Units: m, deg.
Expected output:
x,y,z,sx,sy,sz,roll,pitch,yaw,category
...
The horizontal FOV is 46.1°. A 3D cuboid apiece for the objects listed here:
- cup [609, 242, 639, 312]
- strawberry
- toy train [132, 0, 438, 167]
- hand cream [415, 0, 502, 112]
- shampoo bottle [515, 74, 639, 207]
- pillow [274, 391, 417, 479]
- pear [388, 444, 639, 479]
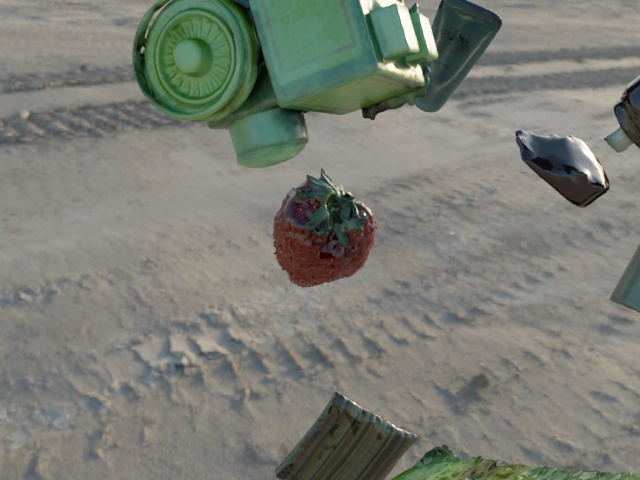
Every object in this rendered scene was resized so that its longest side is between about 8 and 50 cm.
x,y,z,sx,sy,sz,roll,pitch,yaw,category
0.212,0.011,0.420,0.074,0.083,0.054,22,6,-27,cup
0.004,-0.006,0.951,0.131,0.148,0.131,3,64,-5,strawberry
-0.038,-0.194,0.534,0.188,0.272,0.159,-15,1,23,toy train
0.176,-0.247,1.041,0.083,0.224,0.048,25,65,2,hand cream
0.180,-0.090,0.271,0.068,0.236,0.067,40,37,-11,shampoo bottle
0.051,0.414,1.450,0.212,0.208,0.052,32,10,-21,pillow
0.133,0.317,0.497,0.238,0.318,0.342,-28,-6,-18,pear
